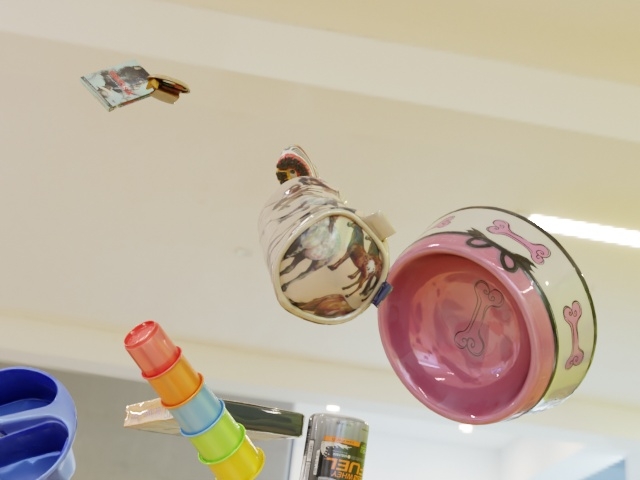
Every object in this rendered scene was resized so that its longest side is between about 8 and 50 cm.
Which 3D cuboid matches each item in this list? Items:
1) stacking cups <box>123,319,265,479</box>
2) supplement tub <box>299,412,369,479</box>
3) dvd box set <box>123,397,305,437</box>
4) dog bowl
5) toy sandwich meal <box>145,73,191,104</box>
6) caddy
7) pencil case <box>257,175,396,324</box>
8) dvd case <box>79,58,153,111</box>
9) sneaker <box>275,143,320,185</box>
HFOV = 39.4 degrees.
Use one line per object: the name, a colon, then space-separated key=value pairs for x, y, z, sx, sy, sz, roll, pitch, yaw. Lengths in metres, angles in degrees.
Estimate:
stacking cups: x=-0.199 y=0.259 z=1.438 sx=0.096 sy=0.096 sz=0.316 roll=-11 pitch=-61 yaw=32
supplement tub: x=0.022 y=0.421 z=1.644 sx=0.117 sy=0.190 sz=0.117 roll=8 pitch=-19 yaw=3
dvd box set: x=-0.263 y=0.429 z=2.127 sx=0.308 sy=0.062 sz=0.420 roll=14 pitch=-19 yaw=-25
dog bowl: x=0.278 y=0.151 z=1.624 sx=0.150 sy=0.408 sz=0.408 roll=-20 pitch=-2 yaw=-45
toy sandwich meal: x=-0.261 y=-0.257 z=1.522 sx=0.086 sy=0.029 sz=0.085 roll=15 pitch=-6 yaw=2
caddy: x=-0.607 y=0.371 z=1.622 sx=0.341 sy=0.241 sz=0.179 roll=-18 pitch=-30 yaw=-13
pencil case: x=0.000 y=0.000 z=1.377 sx=0.183 sy=0.160 sz=0.410 roll=-27 pitch=13 yaw=-1
dvd case: x=-0.349 y=-0.274 z=1.573 sx=0.087 sy=0.119 sz=0.013 roll=45 pitch=-40 yaw=18
sneaker: x=-0.021 y=-0.108 z=1.895 sx=0.088 sy=0.092 sz=0.225 roll=-13 pitch=-55 yaw=15
